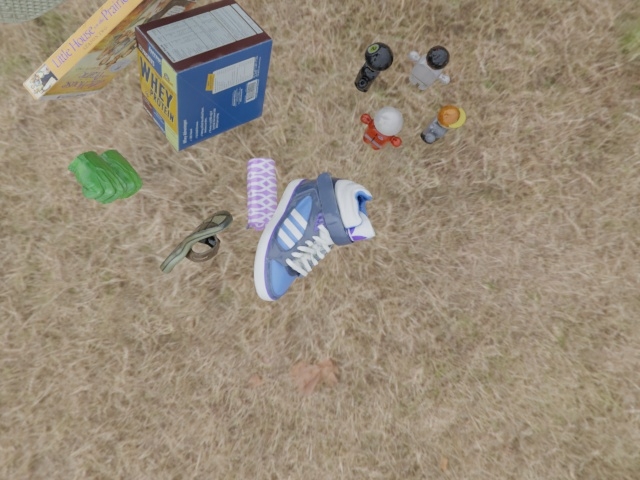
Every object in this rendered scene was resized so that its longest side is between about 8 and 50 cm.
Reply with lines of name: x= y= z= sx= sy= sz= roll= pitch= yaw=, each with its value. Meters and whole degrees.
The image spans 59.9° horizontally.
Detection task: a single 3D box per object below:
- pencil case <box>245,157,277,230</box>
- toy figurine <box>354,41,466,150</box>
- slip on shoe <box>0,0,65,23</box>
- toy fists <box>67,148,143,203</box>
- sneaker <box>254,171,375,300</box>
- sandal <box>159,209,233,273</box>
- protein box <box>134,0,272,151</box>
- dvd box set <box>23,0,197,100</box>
pencil case: x=-0.166 y=-0.130 z=1.569 sx=0.086 sy=0.088 sz=0.206 roll=2 pitch=82 yaw=-10
toy figurine: x=0.183 y=-0.304 z=1.165 sx=0.209 sy=0.148 sz=0.213 roll=-5 pitch=82 yaw=-10
slip on shoe: x=-0.319 y=-0.381 z=0.709 sx=0.331 sy=0.123 sz=0.101 roll=-11 pitch=82 yaw=20
toy fists: x=-0.607 y=-0.177 z=1.594 sx=0.096 sy=0.279 sz=0.142 roll=-43 pitch=96 yaw=9
sneaker: x=0.000 y=0.000 z=1.274 sx=0.236 sy=0.130 sz=0.323 roll=8 pitch=69 yaw=30
sandal: x=-0.313 y=0.014 z=1.454 sx=0.086 sy=0.120 sz=0.303 roll=47 pitch=131 yaw=-10
protein box: x=-0.220 y=-0.313 z=1.055 sx=0.201 sy=0.200 sz=0.136 roll=-30 pitch=69 yaw=-27
dvd box set: x=-0.544 y=-0.528 z=1.468 sx=0.420 sy=0.307 sz=0.062 roll=-34 pitch=100 yaw=16
